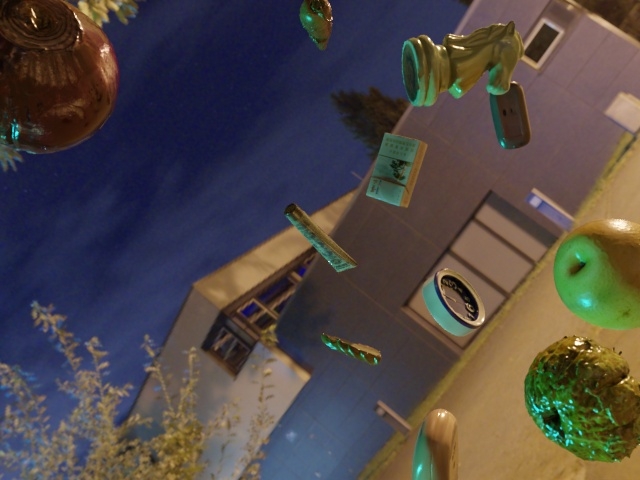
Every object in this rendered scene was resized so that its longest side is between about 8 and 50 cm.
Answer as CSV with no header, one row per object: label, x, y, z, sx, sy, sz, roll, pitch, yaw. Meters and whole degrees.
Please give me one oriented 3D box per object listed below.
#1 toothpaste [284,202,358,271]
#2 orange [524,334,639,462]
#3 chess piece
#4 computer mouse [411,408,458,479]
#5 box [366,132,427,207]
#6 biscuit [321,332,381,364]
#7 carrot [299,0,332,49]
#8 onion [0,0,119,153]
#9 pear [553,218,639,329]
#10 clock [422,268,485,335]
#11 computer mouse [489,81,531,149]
toothpaste,0.000,0.000,1.442,0.062,0.239,0.039,-22,38,31
orange,0.626,0.391,1.455,0.223,0.301,0.300,-21,-26,-23
chess piece,0.361,-0.435,1.499,0.298,0.175,0.176,-11,-16,-4
computer mouse,0.229,0.444,1.213,0.145,0.082,0.236,-62,-30,-48
box,0.264,-0.244,2.109,0.067,0.149,0.233,9,-81,-51
biscuit,0.087,0.308,1.738,0.273,0.187,0.036,47,-116,-79
carrot,-0.002,-0.336,0.965,0.049,0.049,0.254,-53,0,6
onion,-0.535,-0.328,1.212,0.282,0.260,0.336,-56,12,41
pear,0.886,0.104,1.824,0.348,0.348,0.348,-50,-11,-13
clock,0.452,0.210,2.056,0.083,0.230,0.230,-44,-4,37
computer mouse,0.665,-0.436,2.122,0.120,0.232,0.057,-13,7,15
